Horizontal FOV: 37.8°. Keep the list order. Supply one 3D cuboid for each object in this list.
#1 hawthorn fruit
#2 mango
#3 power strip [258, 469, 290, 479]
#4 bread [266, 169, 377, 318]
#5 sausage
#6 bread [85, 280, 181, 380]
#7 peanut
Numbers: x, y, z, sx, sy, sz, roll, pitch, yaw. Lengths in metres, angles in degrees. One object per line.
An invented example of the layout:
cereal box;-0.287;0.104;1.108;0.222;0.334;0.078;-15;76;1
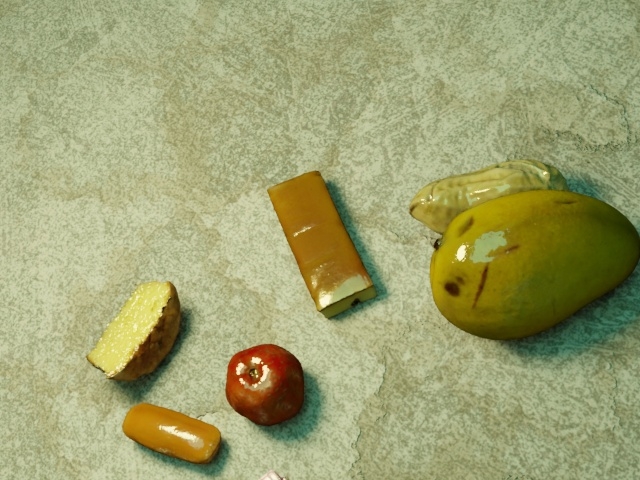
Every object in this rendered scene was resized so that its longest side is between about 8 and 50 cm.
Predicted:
hawthorn fruit;-0.121;0.303;1.977;0.189;0.189;0.189;-8;60;14
mango;0.437;0.048;1.884;0.445;0.301;0.220;-7;17;-5
power strip;-0.162;0.594;1.911;0.279;0.037;0.109;-41;57;-6
bread;0.000;0.000;2.158;0.138;0.077;0.361;-27;58;4
sausage;-0.325;0.420;2.031;0.238;0.098;0.098;14;68;22
bread;-0.406;0.221;2.142;0.129;0.134;0.260;20;65;38
peanut;0.367;-0.084;2.034;0.340;0.158;0.174;-13;16;16
